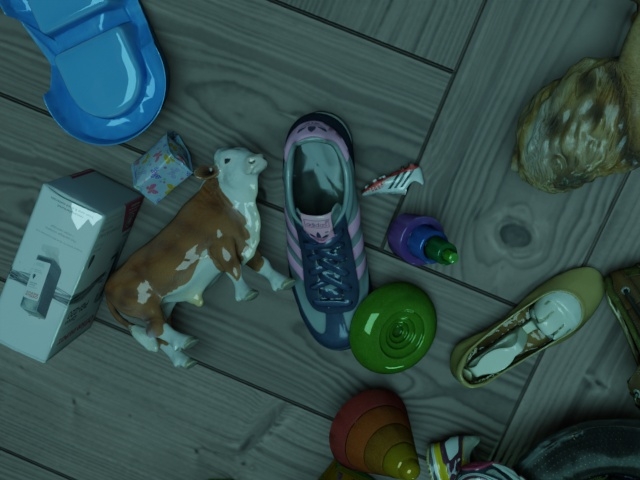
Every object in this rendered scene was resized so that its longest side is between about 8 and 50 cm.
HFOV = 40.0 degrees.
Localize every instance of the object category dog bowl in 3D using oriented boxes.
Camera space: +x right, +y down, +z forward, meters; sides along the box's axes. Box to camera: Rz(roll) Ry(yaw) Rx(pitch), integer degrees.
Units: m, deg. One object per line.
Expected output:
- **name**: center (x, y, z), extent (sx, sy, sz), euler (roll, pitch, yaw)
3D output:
- **dog bowl**: center (-0.296, -0.270, 1.131), extent (0.166, 0.074, 0.297), euler (-22, 98, 12)

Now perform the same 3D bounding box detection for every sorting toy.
- **sorting toy**: center (0.113, 0.153, 1.111), extent (0.127, 0.126, 0.365), euler (5, 104, -27)

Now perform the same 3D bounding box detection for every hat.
- **hat**: center (0.389, 0.388, 1.138), extent (0.331, 0.134, 0.331), euler (-1, 86, 14)

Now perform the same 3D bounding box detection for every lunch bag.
- **lunch bag**: center (-0.207, -0.099, 1.154), extent (0.071, 0.083, 0.053), euler (-40, 127, 12)

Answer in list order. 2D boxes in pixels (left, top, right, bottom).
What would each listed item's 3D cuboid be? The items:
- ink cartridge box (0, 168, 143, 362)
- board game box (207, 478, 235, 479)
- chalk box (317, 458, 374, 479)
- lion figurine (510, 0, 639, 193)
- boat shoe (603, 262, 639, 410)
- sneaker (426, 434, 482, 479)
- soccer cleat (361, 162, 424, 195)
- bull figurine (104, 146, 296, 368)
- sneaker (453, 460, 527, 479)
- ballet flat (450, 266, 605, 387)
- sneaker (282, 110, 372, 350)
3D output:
- **ink cartridge box**: center (-0.331, 0.030, 1.152), extent (0.092, 0.158, 0.218), euler (27, 104, 1)
- **board game box**: center (-0.149, 0.519, 1.198), extent (0.046, 0.213, 0.317), euler (-2, 100, 8)
- **chalk box**: center (0.077, 0.468, 1.173), extent (0.289, 0.179, 0.180), euler (38, 105, -1)
- **lion figurine**: center (0.429, -0.141, 1.001), extent (0.392, 0.142, 0.240), euler (14, 86, 19)
- **boat shoe**: center (0.421, 0.173, 1.059), extent (0.104, 0.110, 0.307), euler (-11, 63, 9)
- **sneaker**: center (0.208, 0.353, 1.188), extent (0.084, 0.069, 0.185), euler (-19, 99, 16)
- **soccer cleat**: center (0.094, -0.071, 1.140), extent (0.083, 0.029, 0.035), euler (-25, 93, 7)
- **bull figurine**: center (-0.151, 0.023, 1.145), extent (0.310, 0.101, 0.188), euler (-41, 69, 19)
- **sneaker**: center (0.225, 0.417, 1.064), extent (0.121, 0.112, 0.299), euler (-17, 83, 32)
- **ballet flat**: center (0.270, 0.120, 1.130), extent (0.232, 0.073, 0.080), euler (-38, 94, 13)
- **sneaker**: center (0.000, 0.000, 1.114), extent (0.112, 0.131, 0.319), euler (-7, 100, 8)
